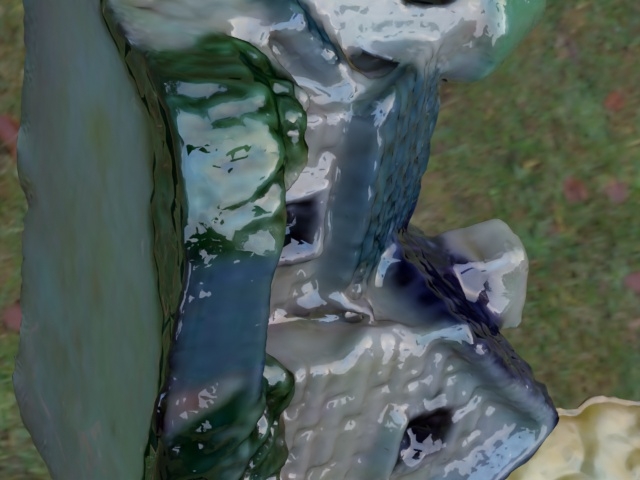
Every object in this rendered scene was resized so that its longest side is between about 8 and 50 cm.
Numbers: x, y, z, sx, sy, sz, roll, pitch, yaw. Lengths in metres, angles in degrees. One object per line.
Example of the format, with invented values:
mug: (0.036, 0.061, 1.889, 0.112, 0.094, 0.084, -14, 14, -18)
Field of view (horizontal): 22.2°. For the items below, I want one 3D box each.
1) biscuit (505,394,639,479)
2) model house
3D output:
biscuit: (0.158, 0.193, 0.884, 0.203, 0.041, 0.260, 11, 50, -2)
model house: (-0.001, -0.001, 0.839, 0.284, 0.243, 0.298, -9, 127, -28)
